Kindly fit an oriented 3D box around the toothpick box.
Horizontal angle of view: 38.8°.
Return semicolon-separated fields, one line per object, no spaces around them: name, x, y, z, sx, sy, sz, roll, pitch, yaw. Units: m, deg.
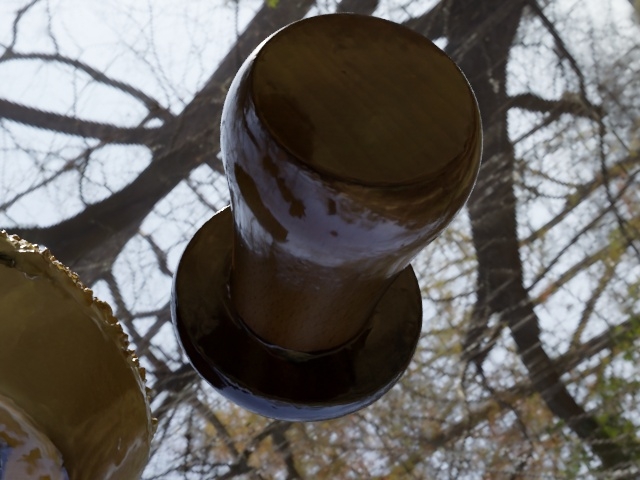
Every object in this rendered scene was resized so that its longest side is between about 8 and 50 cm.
toothpick box;0.000;0.000;0.619;0.192;0.294;0.192;6;-124;-9

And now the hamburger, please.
hamburger;-0.271;0.123;0.688;0.302;0.302;0.170;40;-150;-16
